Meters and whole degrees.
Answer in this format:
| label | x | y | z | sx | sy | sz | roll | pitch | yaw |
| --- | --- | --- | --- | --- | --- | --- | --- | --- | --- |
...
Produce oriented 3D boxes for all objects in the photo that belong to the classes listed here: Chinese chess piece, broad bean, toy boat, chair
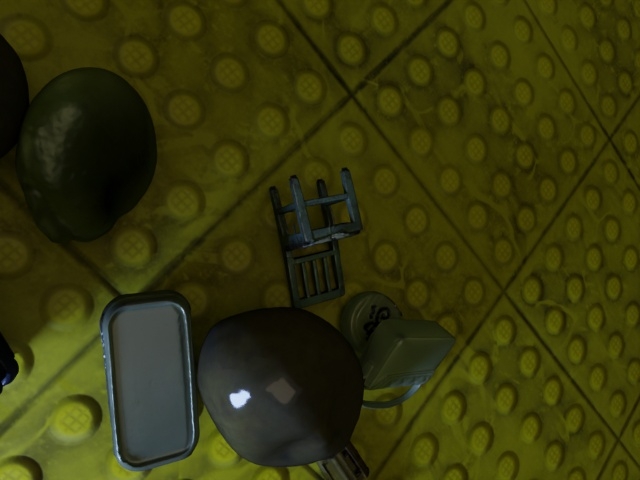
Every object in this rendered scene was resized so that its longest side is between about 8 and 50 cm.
| label | x | y | z | sx | sy | sz | roll | pitch | yaw |
| --- | --- | --- | --- | --- | --- | --- | --- | --- | --- |
| Chinese chess piece | 0.114 | 0.187 | 1.073 | 0.144 | 0.058 | 0.144 | 2 | 86 | -26 |
| broad bean | -0.379 | -0.135 | 0.787 | 0.238 | 0.119 | 0.291 | 9 | 96 | -62 |
| toy boat | 0.059 | 0.501 | 1.027 | 0.088 | 0.068 | 0.226 | -39 | 103 | -28 |
| chair | 0.000 | 0.000 | 0.980 | 0.136 | 0.147 | 0.270 | -11 | 91 | -26 |

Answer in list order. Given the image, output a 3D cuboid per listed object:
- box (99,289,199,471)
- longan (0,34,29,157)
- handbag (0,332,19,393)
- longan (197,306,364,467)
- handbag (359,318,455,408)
| label | x | y | z | sx | sy | sz | roll | pitch | yaw |
| --- | --- | --- | --- | --- | --- | --- | --- | --- | --- |
| box | -0.297 | 0.220 | 0.808 | 0.138 | 0.178 | 0.274 | -3 | 89 | -26 |
| longan | -0.557 | -0.208 | 0.684 | 0.246 | 0.215 | 0.246 | 10 | 52 | -14 |
| handbag | -0.554 | 0.100 | 0.623 | 0.122 | 0.303 | 0.329 | -38 | 104 | -22 |
| longan | -0.065 | 0.249 | 0.840 | 0.288 | 0.288 | 0.350 | -60 | 150 | -16 |
| handbag | 0.173 | 0.279 | 1.048 | 0.256 | 0.079 | 0.219 | 13 | 109 | -44 |
